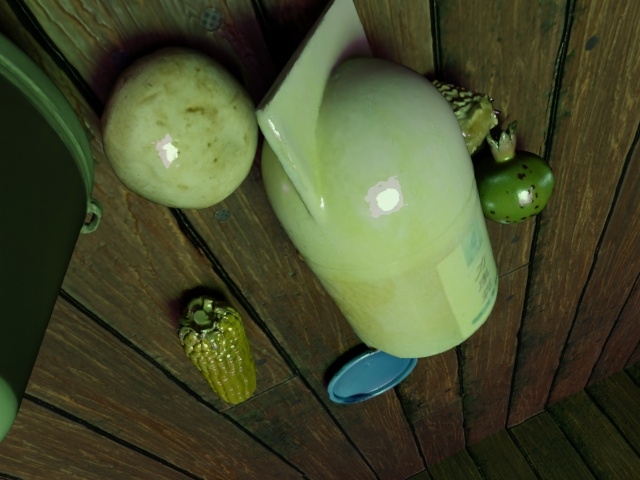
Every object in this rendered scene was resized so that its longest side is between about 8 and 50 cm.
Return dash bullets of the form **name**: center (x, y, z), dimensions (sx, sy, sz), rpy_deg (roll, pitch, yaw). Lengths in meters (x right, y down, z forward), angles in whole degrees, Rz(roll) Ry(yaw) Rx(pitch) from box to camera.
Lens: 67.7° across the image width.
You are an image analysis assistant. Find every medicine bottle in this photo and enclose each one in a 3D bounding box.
- **medicine bottle**: center (0.066, -0.057, 0.579), dimensions (0.235, 0.236, 0.406), rpy_deg (-29, 131, 2)

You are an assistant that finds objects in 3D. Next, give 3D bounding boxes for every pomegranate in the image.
- **pomegranate**: center (0.293, -0.105, 0.767), dimensions (0.129, 0.159, 0.129), rpy_deg (-32, -176, 2)

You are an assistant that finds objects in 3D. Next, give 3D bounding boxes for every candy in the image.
- **candy**: center (0.177, -0.163, 0.635), dimensions (0.085, 0.110, 0.095), rpy_deg (-51, 148, 0)

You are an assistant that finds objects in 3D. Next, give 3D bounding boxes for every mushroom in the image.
- **mushroom**: center (-0.144, -0.116, 0.503), dimensions (0.166, 0.127, 0.166), rpy_deg (-27, 133, -33)

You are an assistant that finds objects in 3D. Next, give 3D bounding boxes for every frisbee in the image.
- **frisbee**: center (0.124, 0.315, 1.161), dimensions (0.242, 0.045, 0.242), rpy_deg (-15, 138, -14)

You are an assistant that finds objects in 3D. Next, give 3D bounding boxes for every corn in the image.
- **corn**: center (-0.169, 0.201, 0.838), dimensions (0.106, 0.106, 0.305), rpy_deg (-19, 144, -9)

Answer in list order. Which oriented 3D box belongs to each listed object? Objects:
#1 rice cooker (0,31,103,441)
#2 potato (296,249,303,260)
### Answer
- **rice cooker**: center (-0.357, -0.013, 0.341), dimensions (0.334, 0.326, 0.335), rpy_deg (-1, 144, -1)
- **potato**: center (0.000, 0.000, 0.750), dimensions (0.083, 0.068, 0.062), rpy_deg (-19, 102, -32)
